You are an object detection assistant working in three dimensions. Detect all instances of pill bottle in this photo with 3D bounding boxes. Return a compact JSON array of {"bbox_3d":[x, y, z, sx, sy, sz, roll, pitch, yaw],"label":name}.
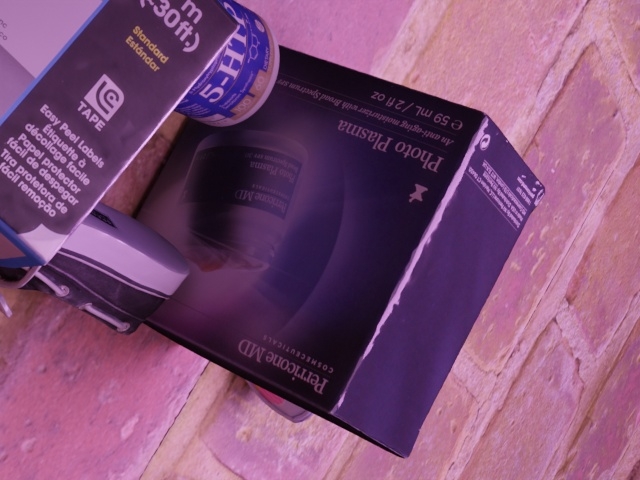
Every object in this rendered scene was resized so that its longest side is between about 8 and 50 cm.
[{"bbox_3d":[-0.129,-0.172,1.129,0.186,0.112,0.112,17,94,-56],"label":"pill bottle"}]

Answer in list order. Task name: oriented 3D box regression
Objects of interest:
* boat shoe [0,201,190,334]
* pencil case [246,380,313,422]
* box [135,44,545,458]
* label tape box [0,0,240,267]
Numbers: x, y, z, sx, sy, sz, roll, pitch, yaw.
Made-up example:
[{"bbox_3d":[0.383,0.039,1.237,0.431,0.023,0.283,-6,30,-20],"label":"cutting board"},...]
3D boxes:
[{"bbox_3d":[-0.244,-0.002,1.074,0.105,0.113,0.306,-50,141,9],"label":"boat shoe"},{"bbox_3d":[0.031,0.086,1.498,0.273,0.113,0.124,-39,127,-36],"label":"pencil case"},{"bbox_3d":[0.000,0.000,1.239,0.294,0.296,0.183,-63,147,-7],"label":"box"},{"bbox_3d":[-0.195,-0.190,0.932,0.249,0.115,0.348,45,69,-23],"label":"label tape box"}]
